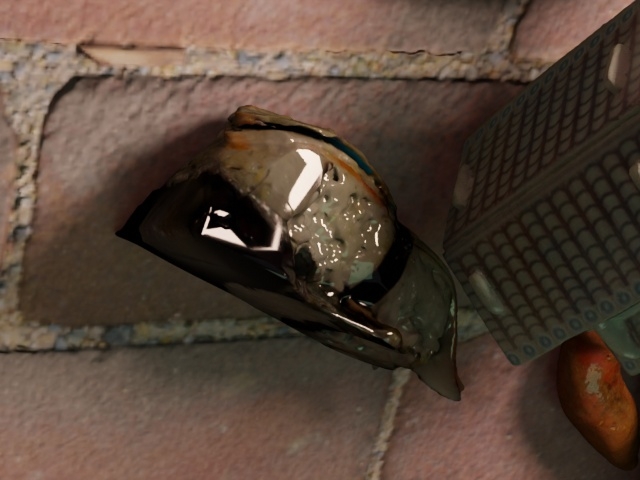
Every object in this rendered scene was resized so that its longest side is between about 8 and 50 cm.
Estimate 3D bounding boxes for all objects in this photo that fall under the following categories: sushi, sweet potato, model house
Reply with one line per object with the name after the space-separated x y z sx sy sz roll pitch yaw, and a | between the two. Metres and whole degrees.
0.017 0.006 1.057 0.273 0.134 0.109 30 78 -30 | sushi
0.208 0.108 1.250 0.058 0.055 0.202 -52 138 -37 | sweet potato
0.221 -0.034 1.030 0.215 0.198 0.224 -3 161 -29 | model house
